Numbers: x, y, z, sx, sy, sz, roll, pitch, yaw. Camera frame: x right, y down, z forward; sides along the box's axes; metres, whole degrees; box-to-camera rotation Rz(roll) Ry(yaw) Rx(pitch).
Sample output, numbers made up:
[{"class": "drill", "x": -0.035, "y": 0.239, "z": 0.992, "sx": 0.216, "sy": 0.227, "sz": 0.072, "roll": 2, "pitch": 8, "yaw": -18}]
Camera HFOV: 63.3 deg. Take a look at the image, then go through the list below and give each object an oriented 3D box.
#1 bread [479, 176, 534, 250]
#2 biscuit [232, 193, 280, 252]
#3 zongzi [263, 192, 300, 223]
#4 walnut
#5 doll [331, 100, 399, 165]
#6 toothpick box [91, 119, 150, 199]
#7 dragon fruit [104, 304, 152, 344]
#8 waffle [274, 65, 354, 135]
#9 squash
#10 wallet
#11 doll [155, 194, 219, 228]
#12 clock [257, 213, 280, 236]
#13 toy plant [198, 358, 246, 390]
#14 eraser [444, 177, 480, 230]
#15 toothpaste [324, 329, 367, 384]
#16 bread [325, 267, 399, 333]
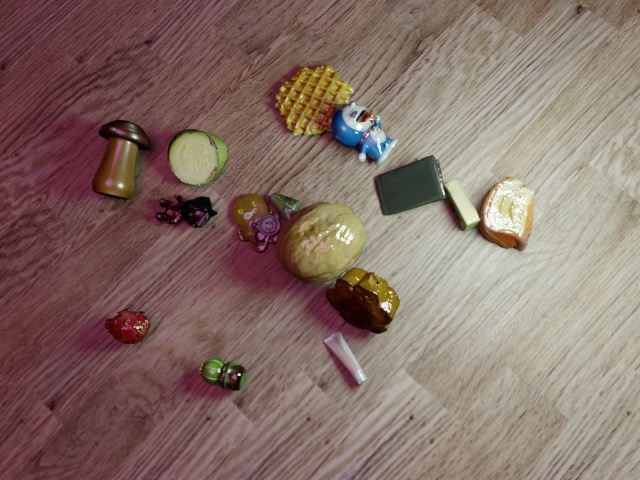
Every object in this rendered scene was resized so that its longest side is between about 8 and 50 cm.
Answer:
[{"class": "bread", "x": 0.655, "y": -0.104, "z": 1.818, "sx": 0.190, "sy": 0.123, "sz": 0.244, "roll": 11, "pitch": 78, "yaw": 7}, {"class": "biscuit", "x": -0.243, "y": -0.071, "z": 1.958, "sx": 0.180, "sy": 0.039, "sz": 0.236, "roll": -33, "pitch": 75, "yaw": 0}, {"class": "zongzi", "x": -0.162, "y": -0.114, "z": 1.926, "sx": 0.154, "sy": 0.062, "sz": 0.130, "roll": 20, "pitch": 64, "yaw": 3}, {"class": "walnut", "x": 0.001, "y": 0.001, "z": 1.800, "sx": 0.313, "sy": 0.277, "sz": 0.252, "roll": -43, "pitch": 108, "yaw": -8}, {"class": "doll", "x": 0.159, "y": -0.396, "z": 1.919, "sx": 0.257, "sy": 0.161, "sz": 0.215, "roll": 35, "pitch": 56, "yaw": 1}, {"class": "toothpick box", "x": -0.770, "y": -0.313, "z": 1.995, "sx": 0.192, "sy": 0.192, "sz": 0.294, "roll": 10, "pitch": 85, "yaw": 8}, {"class": "dragon fruit", "x": -0.696, "y": 0.315, "z": 1.883, "sx": 0.166, "sy": 0.133, "sz": 0.136, "roll": 1, "pitch": 36, "yaw": 5}, {"class": "waffle", "x": -0.028, "y": -0.544, "z": 2.022, "sx": 0.301, "sy": 0.058, "sz": 0.281, "roll": -40, "pitch": 77, "yaw": -4}, {"class": "squash", "x": -0.476, "y": -0.319, "z": 2.016, "sx": 0.220, "sy": 0.133, "sz": 0.220, "roll": 1, "pitch": 94, "yaw": 8}, {"class": "wallet", "x": 0.323, "y": -0.195, "z": 1.880, "sx": 0.245, "sy": 0.052, "sz": 0.168, "roll": -17, "pitch": 78, "yaw": 29}, {"class": "doll", "x": -0.502, "y": -0.112, "z": 1.975, "sx": 0.249, "sy": 0.088, "sz": 0.127, "roll": 0, "pitch": 98, "yaw": 16}, {"class": "clock", "x": -0.190, "y": -0.056, "z": 1.921, "sx": 0.085, "sy": 0.017, "sz": 0.085, "roll": 0, "pitch": 78, "yaw": -2}, {"class": "toy plant", "x": -0.348, "y": 0.468, "z": 1.824, "sx": 0.163, "sy": 0.093, "sz": 0.092, "roll": 13, "pitch": 80, "yaw": 9}, {"class": "eraser", "x": 0.497, "y": -0.125, "z": 1.843, "sx": 0.058, "sy": 0.117, "sz": 0.172, "roll": -26, "pitch": 76, "yaw": 5}, {"class": "toothpaste", "x": 0.091, "y": 0.413, "z": 1.815, "sx": 0.067, "sy": 0.043, "sz": 0.194, "roll": -36, "pitch": 71, "yaw": 1}, {"class": "bread", "x": 0.153, "y": 0.205, "z": 1.758, "sx": 0.247, "sy": 0.232, "sz": 0.135, "roll": 40, "pitch": 58, "yaw": 4}]
